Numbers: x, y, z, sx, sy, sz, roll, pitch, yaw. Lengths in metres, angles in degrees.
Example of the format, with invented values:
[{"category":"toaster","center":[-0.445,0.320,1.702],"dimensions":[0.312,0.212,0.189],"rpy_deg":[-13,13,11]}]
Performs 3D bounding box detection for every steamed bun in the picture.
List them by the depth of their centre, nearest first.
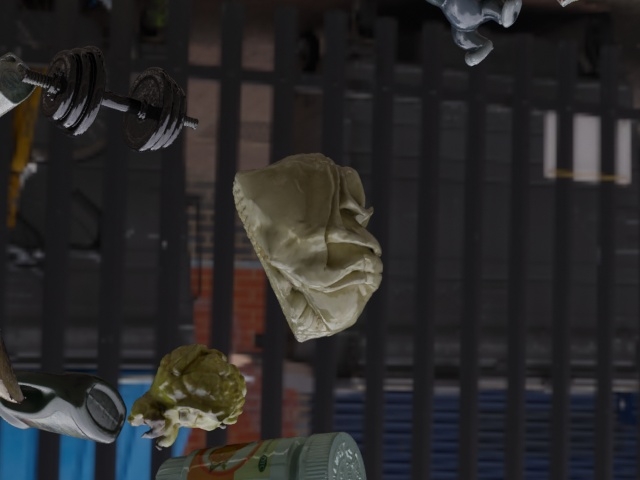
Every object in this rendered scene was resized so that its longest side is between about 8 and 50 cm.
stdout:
[{"category":"steamed bun","center":[0.000,0.001,1.848],"dimensions":[0.203,0.289,0.276],"rpy_deg":[-24,177,-5]}]

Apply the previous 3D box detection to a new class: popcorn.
[{"category":"popcorn","center":[-0.229,0.278,2.059],"dimensions":[0.168,0.195,0.173],"rpy_deg":[30,-158,-34]}]

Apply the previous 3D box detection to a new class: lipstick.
[{"category":"lipstick","center":[-0.491,-0.185,1.638],"dimensions":[0.253,0.079,0.077],"rpy_deg":[-17,120,46]}]

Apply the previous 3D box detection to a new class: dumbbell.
[{"category":"dumbbell","center":[-0.223,-0.150,1.255],"dimensions":[0.208,0.099,0.099],"rpy_deg":[13,169,-36]}]

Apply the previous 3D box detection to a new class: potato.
[{"category":"potato","center":[-0.379,0.153,1.356],"dimensions":[0.036,0.093,0.037],"rpy_deg":[-11,-164,14]}]

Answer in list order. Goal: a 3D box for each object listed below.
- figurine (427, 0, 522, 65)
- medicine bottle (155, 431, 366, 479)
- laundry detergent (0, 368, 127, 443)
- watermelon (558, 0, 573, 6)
[{"category":"figurine","center":[0.219,-0.403,1.739],"dimensions":[0.193,0.140,0.265],"rpy_deg":[-22,124,15]},{"category":"medicine bottle","center":[-0.099,0.398,1.858],"dimensions":[0.318,0.158,0.158],"rpy_deg":[-11,171,22]},{"category":"laundry detergent","center":[-0.381,0.213,1.580],"dimensions":[0.221,0.078,0.144],"rpy_deg":[6,149,25]},{"category":"watermelon","center":[0.313,-0.376,1.536],"dimensions":[0.071,0.187,0.139],"rpy_deg":[20,-130,41]}]
